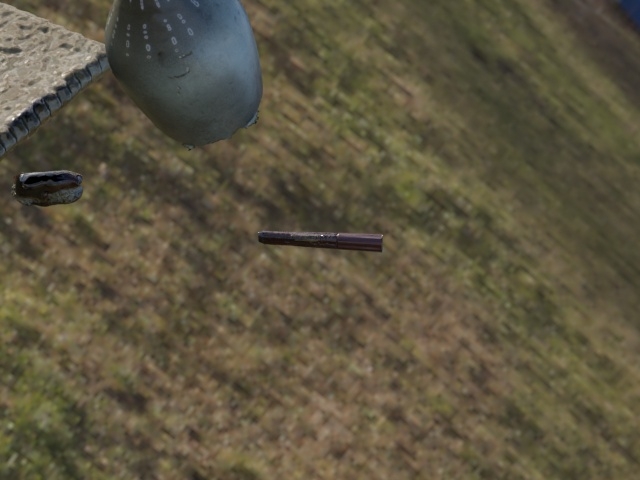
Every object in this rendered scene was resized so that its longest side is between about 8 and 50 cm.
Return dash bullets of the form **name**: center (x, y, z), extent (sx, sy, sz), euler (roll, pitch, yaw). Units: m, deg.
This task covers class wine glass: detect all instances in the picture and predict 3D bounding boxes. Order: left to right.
- **wine glass**: center (-0.126, -0.186, 1.102), extent (0.126, 0.126, 0.241), euler (55, -6, 37)

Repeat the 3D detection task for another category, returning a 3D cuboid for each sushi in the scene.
- **sushi**: center (-0.318, -0.068, 1.576), extent (0.083, 0.046, 0.044), euler (-5, 67, -7)

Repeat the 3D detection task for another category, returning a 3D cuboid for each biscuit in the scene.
- **biscuit**: center (-0.372, -0.149, 1.361), extent (0.217, 0.044, 0.325), euler (22, 40, 13)

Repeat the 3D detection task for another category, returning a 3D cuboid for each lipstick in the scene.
- **lipstick**: center (0.000, 0.001, 1.913), extent (0.176, 0.027, 0.027), euler (2, 21, 5)
